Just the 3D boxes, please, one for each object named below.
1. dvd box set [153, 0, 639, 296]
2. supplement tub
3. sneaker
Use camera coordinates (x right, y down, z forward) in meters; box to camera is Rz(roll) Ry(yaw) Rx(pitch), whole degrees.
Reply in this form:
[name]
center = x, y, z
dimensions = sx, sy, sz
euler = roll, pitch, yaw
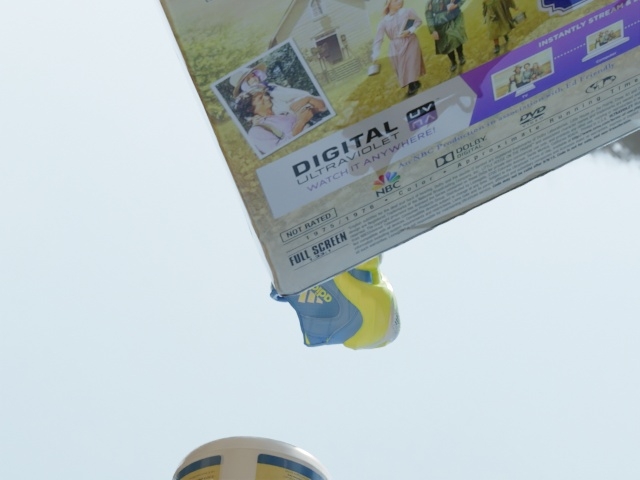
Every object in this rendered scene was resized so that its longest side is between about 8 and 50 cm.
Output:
[dvd box set]
center = 0.060, -0.169, 0.672
dimensions = 0.308, 0.420, 0.062
euler = -27, -127, -4
[supplement tub]
center = -0.064, 0.281, 1.186
dimensions = 0.144, 0.144, 0.199
euler = -27, -140, 32
[sneaker]
center = 0.000, 0.000, 1.450
dimensions = 0.126, 0.091, 0.240
euler = -12, -106, -1
